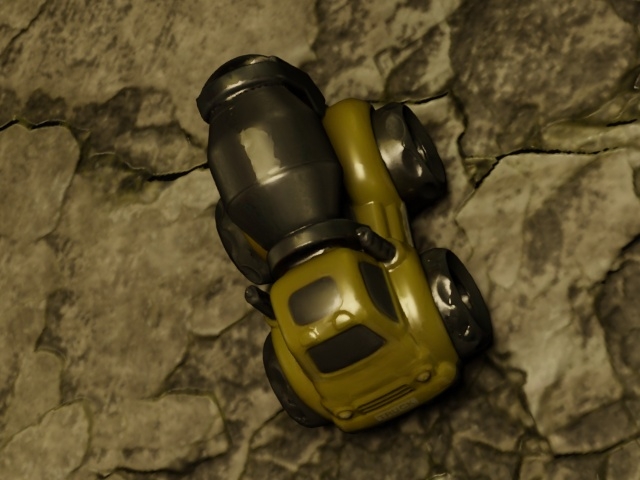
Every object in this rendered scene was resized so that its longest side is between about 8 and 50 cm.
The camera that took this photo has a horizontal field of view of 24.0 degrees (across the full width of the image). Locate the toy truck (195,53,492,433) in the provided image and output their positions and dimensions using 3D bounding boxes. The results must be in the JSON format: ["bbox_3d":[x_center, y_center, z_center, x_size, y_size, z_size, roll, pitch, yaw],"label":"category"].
[{"bbox_3d":[0.000,0.000,0.943,0.147,0.165,0.224,-27,61,17],"label":"toy truck"}]
